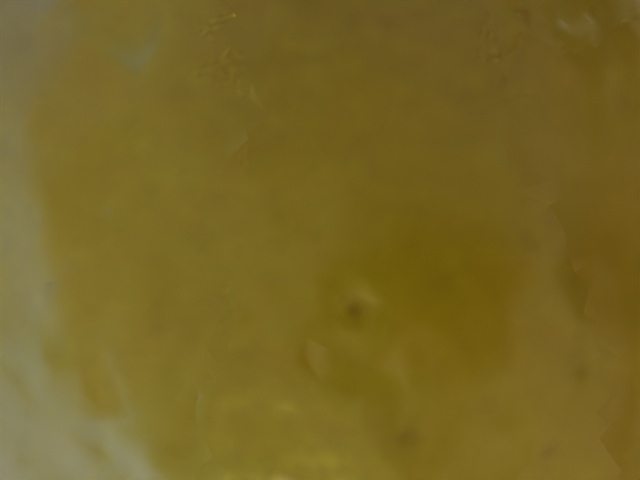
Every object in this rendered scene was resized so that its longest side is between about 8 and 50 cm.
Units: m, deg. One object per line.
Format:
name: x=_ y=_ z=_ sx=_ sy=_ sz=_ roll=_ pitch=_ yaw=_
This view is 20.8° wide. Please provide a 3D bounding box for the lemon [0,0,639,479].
lemon: x=0.000 y=0.000 z=0.607 sx=0.348 sy=0.348 sz=0.348 roll=-2 pitch=-84 yaw=-24
